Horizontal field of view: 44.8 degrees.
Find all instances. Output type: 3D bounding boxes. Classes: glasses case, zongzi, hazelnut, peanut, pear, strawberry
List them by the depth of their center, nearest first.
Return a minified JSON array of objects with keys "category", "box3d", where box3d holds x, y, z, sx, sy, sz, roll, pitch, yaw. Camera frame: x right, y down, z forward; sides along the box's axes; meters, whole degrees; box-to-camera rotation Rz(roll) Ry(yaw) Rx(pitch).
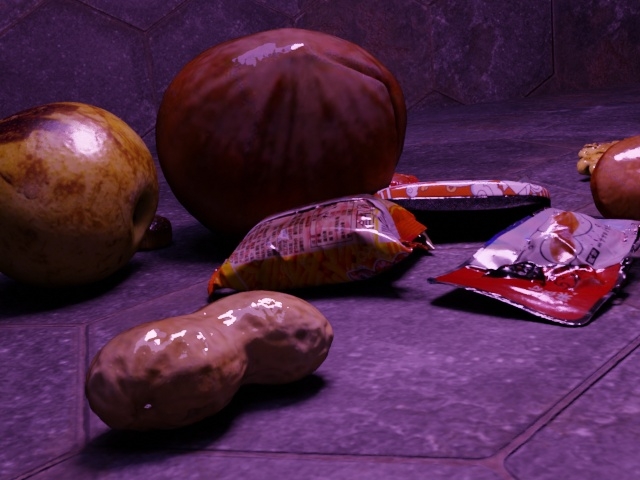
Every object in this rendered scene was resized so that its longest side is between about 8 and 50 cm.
[{"category":"peanut","box3d":[-0.093,0.102,0.683,0.229,0.098,0.103,-18,59,-37]},{"category":"hazelnut","box3d":[0.460,-0.078,1.087,0.150,0.150,0.150,-6,14,1]},{"category":"pear","box3d":[-0.374,-0.067,1.105,0.283,0.284,0.283,-6,14,1]},{"category":"zongzi","box3d":[0.118,0.002,1.120,0.076,0.040,0.083,-4,25,-6]},{"category":"glasses case","box3d":[0.210,-0.052,1.173,0.266,0.067,0.103,-1,-13,9]},{"category":"hazelnut","box3d":[-0.057,-0.169,1.252,0.409,0.359,0.359,-14,15,-8]},{"category":"strawberry","box3d":[0.144,-0.111,1.537,0.104,0.048,0.152,9,23,36]}]

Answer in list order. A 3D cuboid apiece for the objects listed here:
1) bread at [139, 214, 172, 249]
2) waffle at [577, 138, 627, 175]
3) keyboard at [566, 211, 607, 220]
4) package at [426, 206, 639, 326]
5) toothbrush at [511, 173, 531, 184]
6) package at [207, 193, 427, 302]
[{"category":"bread","box3d":[-0.295,-0.017,1.324,0.085,0.053,0.085,-6,14,1]},{"category":"waffle","box3d":[0.643,-0.159,1.495,0.312,0.060,0.307,-4,13,-1]},{"category":"keyboard","box3d":[0.367,-0.037,1.209,0.060,0.018,0.195,-7,12,-36]},{"category":"package","box3d":[0.276,0.022,0.925,0.194,0.071,0.269,4,30,42]},{"category":"toothbrush","box3d":[0.313,-0.075,1.357,0.030,0.030,0.297,-8,11,35]},{"category":"package","box3d":[0.000,-0.001,1.036,0.288,0.108,0.223,-6,12,10]}]
